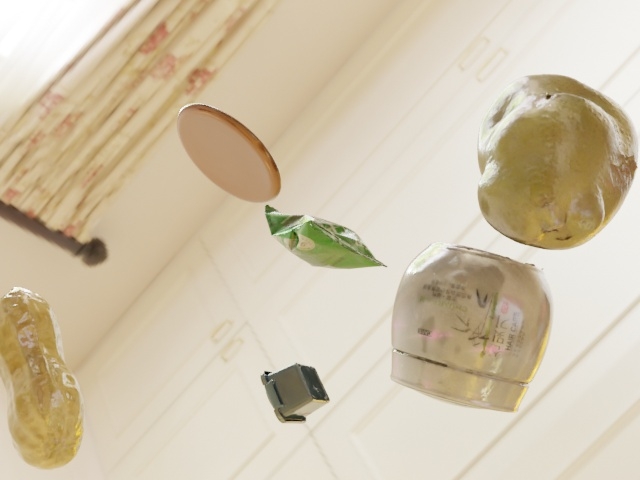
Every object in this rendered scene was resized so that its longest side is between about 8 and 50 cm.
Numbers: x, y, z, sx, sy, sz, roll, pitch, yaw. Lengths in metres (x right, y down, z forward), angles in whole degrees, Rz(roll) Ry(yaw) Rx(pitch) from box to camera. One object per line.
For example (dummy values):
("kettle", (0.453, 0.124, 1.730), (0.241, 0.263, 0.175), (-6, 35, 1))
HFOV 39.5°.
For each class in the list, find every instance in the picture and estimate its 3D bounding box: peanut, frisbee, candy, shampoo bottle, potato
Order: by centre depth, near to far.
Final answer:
("potato", (0.322, -0.101, 1.240), (0.218, 0.202, 0.351), (38, -145, -10))
("peanut", (-0.416, 0.196, 1.299), (0.111, 0.125, 0.274), (-12, -106, -35))
("candy", (0.000, 0.004, 1.397), (0.141, 0.078, 0.203), (15, 180, -27))
("shampoo bottle", (0.257, 0.154, 1.546), (0.273, 0.266, 0.273), (13, 175, 1))
("frisbee", (-0.181, -0.164, 1.729), (0.251, 0.021, 0.251), (29, 150, 19))

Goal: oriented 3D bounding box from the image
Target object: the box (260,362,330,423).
("box", (-0.031, 0.203, 1.197), (0.074, 0.054, 0.099), (67, -167, 19))
